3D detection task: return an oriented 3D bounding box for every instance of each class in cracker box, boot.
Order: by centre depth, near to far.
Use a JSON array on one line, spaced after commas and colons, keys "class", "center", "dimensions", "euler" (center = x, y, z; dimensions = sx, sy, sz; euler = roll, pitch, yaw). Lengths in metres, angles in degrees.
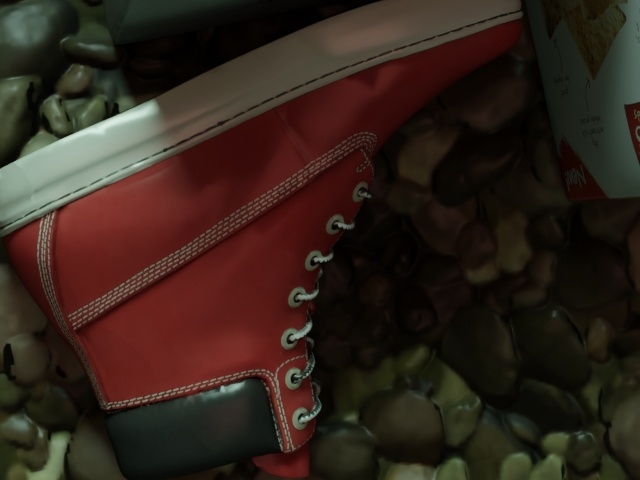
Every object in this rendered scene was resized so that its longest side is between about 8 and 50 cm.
[{"class": "cracker box", "center": [0.136, -0.135, 0.579], "dimensions": [0.067, 0.155, 0.232], "euler": [-14, 92, -11]}, {"class": "boot", "center": [0.000, 0.000, 0.592], "dimensions": [0.244, 0.088, 0.176], "euler": [-27, 96, -2]}]

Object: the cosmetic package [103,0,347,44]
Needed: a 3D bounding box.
[{"class": "cosmetic package", "center": [-0.027, -0.284, 0.548], "dimensions": [0.196, 0.155, 0.366], "euler": [-11, 92, -12]}]
